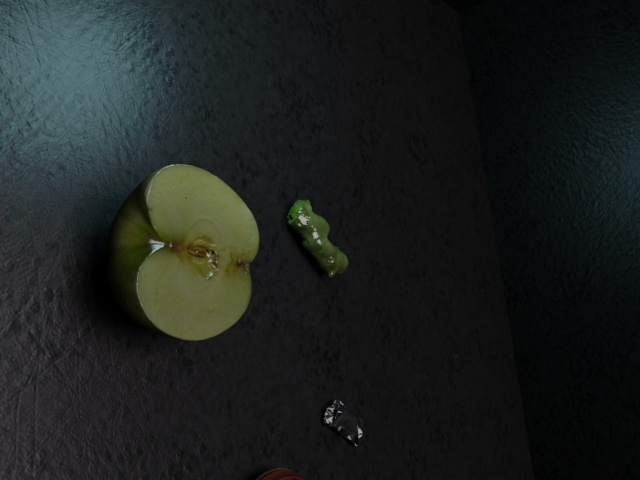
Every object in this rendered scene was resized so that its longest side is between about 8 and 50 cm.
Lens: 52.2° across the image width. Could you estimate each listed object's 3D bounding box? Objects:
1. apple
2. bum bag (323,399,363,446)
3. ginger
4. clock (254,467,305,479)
[{"bbox_3d":[-0.288,0.037,1.457,0.311,0.320,0.360,50,15,32],"label":"apple"},{"bbox_3d":[0.079,0.553,1.982,0.197,0.049,0.087,46,50,-36],"label":"bum bag"},{"bbox_3d":[-0.002,-0.003,2.024,0.290,0.089,0.137,57,21,-20],"label":"ginger"},{"bbox_3d":[-0.112,0.738,1.639,0.319,0.080,0.318,12,75,-51],"label":"clock"}]
